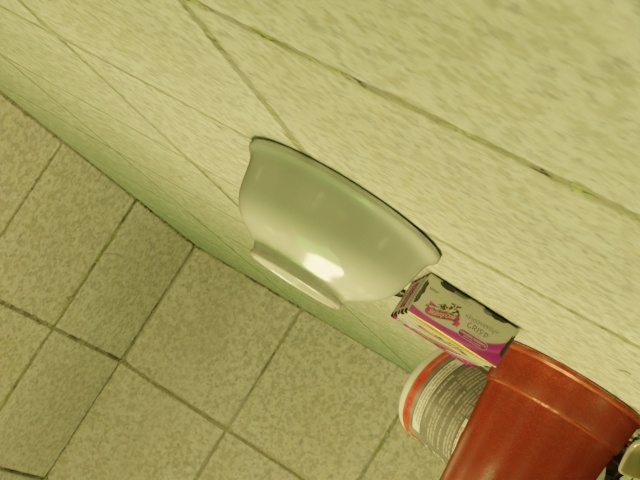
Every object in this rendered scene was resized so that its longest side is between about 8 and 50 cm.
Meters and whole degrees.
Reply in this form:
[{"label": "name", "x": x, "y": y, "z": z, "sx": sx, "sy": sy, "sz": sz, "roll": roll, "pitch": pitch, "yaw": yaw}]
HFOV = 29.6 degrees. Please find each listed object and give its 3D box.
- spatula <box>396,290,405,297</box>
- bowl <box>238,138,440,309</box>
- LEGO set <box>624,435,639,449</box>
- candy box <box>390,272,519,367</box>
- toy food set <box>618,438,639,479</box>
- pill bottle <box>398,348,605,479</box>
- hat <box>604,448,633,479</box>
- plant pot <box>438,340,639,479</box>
[{"label": "spatula", "x": 0.156, "y": 0.109, "z": 2.131, "sx": 0.296, "sy": 0.030, "sz": 0.084, "roll": 25, "pitch": 173, "yaw": 45}, {"label": "bowl", "x": 0.000, "y": 0.000, "z": 1.610, "sx": 0.298, "sy": 0.134, "sz": 0.298, "roll": 32, "pitch": 174, "yaw": 4}, {"label": "LEGO set", "x": 0.550, "y": 0.352, "z": 2.121, "sx": 0.182, "sy": 0.060, "sz": 0.244, "roll": 33, "pitch": -177, "yaw": -41}, {"label": "candy box", "x": 0.203, "y": 0.128, "z": 1.883, "sx": 0.159, "sy": 0.071, "sz": 0.233, "roll": 33, "pitch": 173, "yaw": 1}, {"label": "toy food set", "x": 0.524, "y": 0.321, "z": 1.444, "sx": 0.220, "sy": 0.092, "sz": 0.306, "roll": 15, "pitch": 178, "yaw": -17}, {"label": "pill bottle", "x": 0.331, "y": 0.362, "z": 2.234, "sx": 0.363, "sy": 0.210, "sz": 0.210, "roll": 37, "pitch": 178, "yaw": 42}, {"label": "hat", "x": 0.546, "y": 0.463, "z": 2.505, "sx": 0.331, "sy": 0.134, "sz": 0.331, "roll": 31, "pitch": 173, "yaw": 4}, {"label": "plant pot", "x": 0.341, "y": 0.341, "z": 1.966, "sx": 0.272, "sy": 0.265, "sz": 0.272, "roll": 31, "pitch": 174, "yaw": 4}]
